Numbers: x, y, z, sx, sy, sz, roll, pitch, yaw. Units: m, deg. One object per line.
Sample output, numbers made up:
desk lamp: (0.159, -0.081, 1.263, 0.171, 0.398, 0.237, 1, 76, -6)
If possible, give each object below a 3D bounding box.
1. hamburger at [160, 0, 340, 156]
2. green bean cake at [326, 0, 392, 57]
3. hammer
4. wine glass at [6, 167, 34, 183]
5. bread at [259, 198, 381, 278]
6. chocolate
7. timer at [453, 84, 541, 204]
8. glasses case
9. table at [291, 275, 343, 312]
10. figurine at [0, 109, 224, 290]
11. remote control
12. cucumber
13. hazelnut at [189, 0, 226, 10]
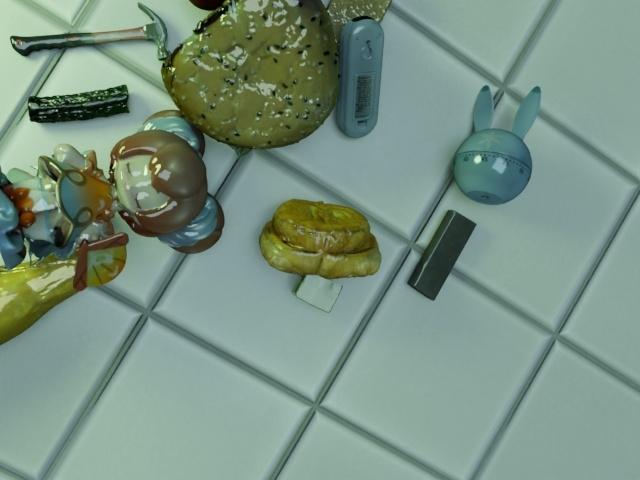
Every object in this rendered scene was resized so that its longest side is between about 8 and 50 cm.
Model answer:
hamburger: (-0.105, -0.315, 1.185, 0.318, 0.195, 0.277, -38, 112, 11)
green bean cake: (0.064, -0.452, 1.288, 0.109, 0.085, 0.179, 28, 88, -12)
hammer: (-0.439, -0.386, 1.225, 0.287, 0.033, 0.111, -10, 95, -10)
wine glass: (-0.511, -0.081, 1.208, 0.155, 0.073, 0.073, 17, 89, -14)
bread: (0.000, -0.001, 1.240, 0.236, 0.198, 0.120, 7, 109, -11)
chocolate: (-0.631, 0.133, 1.168, 0.445, 0.162, 0.162, -27, 97, -13)
timer: (0.372, -0.187, 1.342, 0.175, 0.175, 0.255, 35, 57, -10)
glasses case: (0.258, 0.030, 1.366, 0.072, 0.042, 0.191, 31, 87, -17)
table: (-0.009, 0.099, 1.298, 0.079, 0.083, 0.062, 28, 86, -10)
figurine: (-0.360, -0.075, 1.120, 0.388, 0.248, 0.277, -16, 98, -21)
remote control: (0.078, -0.315, 1.260, 0.087, 0.047, 0.244, -11, 126, -17)
cucumber: (-0.457, -0.256, 1.216, 0.187, 0.058, 0.058, -10, 94, -9)
hazelnut: (-0.185, -0.530, 1.179, 0.208, 0.208, 0.208, 0, 93, -10)
